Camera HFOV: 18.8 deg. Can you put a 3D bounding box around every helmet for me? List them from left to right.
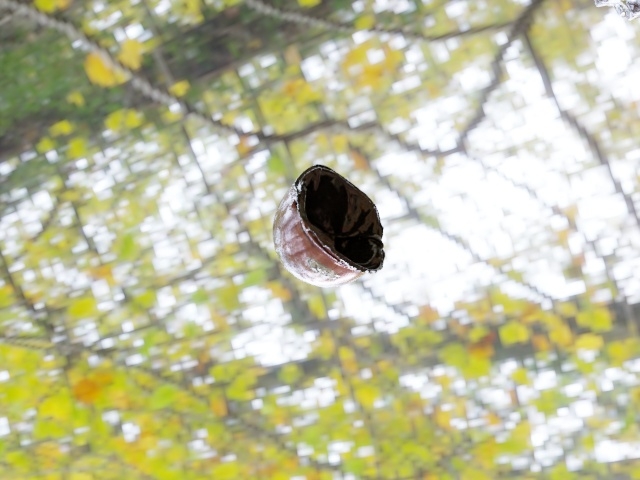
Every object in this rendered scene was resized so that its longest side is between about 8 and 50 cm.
[{"bbox_3d":[-0.001,0.001,1.070,0.065,0.049,0.084,38,-152,-17],"label":"helmet"}]

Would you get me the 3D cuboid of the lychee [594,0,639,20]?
[{"bbox_3d":[0.254,-0.237,1.233,0.271,0.271,0.271,10,-107,-36],"label":"lychee"}]
